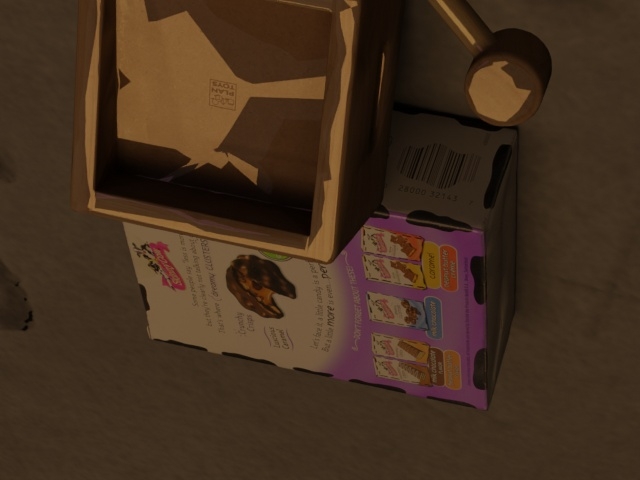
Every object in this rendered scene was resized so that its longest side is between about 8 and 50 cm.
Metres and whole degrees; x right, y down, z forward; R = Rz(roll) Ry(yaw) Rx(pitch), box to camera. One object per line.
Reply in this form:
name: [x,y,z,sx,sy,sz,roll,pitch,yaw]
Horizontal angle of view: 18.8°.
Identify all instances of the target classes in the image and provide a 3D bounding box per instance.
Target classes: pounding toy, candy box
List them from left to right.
candy box: [0.000,0.000,1.007,0.196,0.070,0.165,12,145,13]
pounding toy: [0.005,-0.091,0.852,0.206,0.094,0.181,12,114,14]
